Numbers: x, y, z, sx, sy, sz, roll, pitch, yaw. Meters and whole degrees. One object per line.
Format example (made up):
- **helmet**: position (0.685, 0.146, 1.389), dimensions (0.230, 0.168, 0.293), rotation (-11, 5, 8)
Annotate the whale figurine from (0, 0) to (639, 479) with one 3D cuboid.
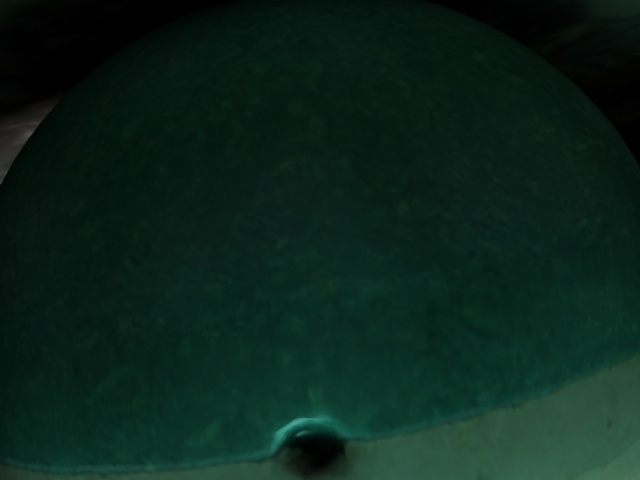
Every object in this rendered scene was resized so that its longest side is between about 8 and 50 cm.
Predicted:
- **whale figurine**: position (0.000, 0.000, 0.467), dimensions (0.216, 0.141, 0.272), rotation (-10, -170, 5)
